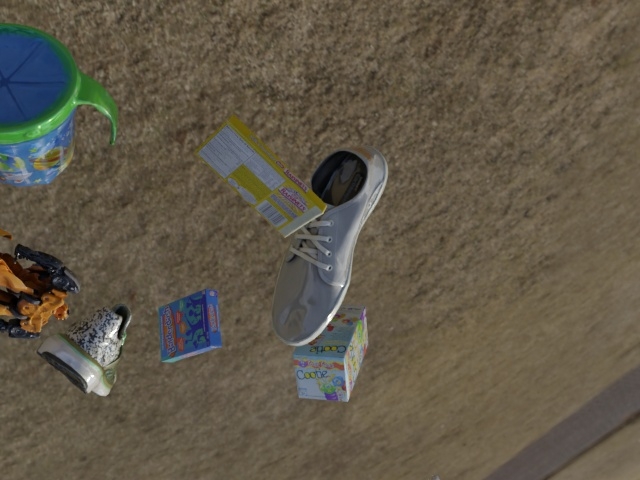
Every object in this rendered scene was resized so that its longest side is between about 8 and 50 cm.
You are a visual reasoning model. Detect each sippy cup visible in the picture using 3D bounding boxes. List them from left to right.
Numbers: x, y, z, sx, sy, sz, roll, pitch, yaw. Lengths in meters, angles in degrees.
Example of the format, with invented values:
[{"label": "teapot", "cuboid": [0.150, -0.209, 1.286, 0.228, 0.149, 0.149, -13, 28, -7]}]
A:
[{"label": "sippy cup", "cuboid": [-0.533, -0.216, 1.157, 0.240, 0.305, 0.224, -53, 172, -29]}]

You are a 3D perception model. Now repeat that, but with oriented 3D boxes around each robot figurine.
[{"label": "robot figurine", "cuboid": [-0.552, 0.058, 1.095, 0.291, 0.085, 0.211, 32, 117, -33]}]

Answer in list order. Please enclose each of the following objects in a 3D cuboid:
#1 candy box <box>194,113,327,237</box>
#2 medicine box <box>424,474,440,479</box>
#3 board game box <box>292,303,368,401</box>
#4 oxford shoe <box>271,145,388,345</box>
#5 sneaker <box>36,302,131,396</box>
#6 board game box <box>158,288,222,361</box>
[{"label": "candy box", "cuboid": [-0.095, -0.098, 1.044, 0.206, 0.027, 0.105, 44, 134, -16]}, {"label": "medicine box", "cuboid": [0.171, 0.565, 1.062, 0.149, 0.263, 0.289, -36, 164, 17]}, {"label": "board game box", "cuboid": [0.035, 0.305, 1.838, 0.144, 0.275, 0.142, 1, 114, 16]}, {"label": "oxford shoe", "cuboid": [0.000, 0.000, 1.358, 0.130, 0.169, 0.449, 24, 90, -63]}, {"label": "sneaker", "cuboid": [-0.469, 0.226, 1.428, 0.182, 0.158, 0.410, -48, -176, -16]}, {"label": "board game box", "cuboid": [-0.366, 0.239, 1.825, 0.210, 0.160, 0.047, -23, 157, 35]}]
